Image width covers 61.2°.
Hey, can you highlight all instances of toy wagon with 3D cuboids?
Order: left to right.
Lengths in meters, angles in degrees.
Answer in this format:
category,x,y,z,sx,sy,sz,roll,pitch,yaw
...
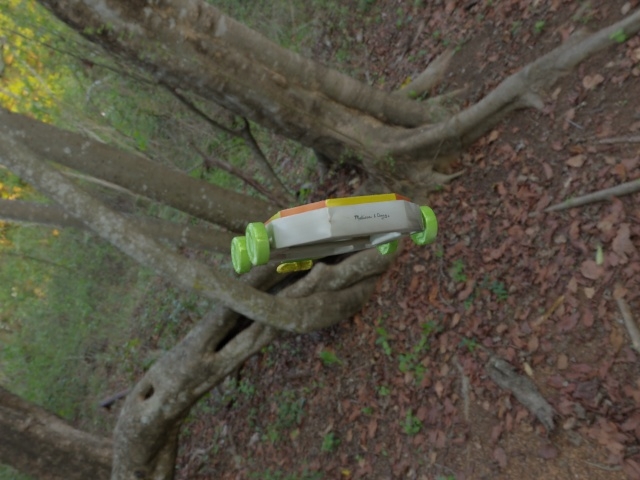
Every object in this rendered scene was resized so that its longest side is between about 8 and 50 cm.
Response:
category,x,y,z,sx,sy,sz,roll,pitch,yaw
toy wagon,0.000,0.000,0.832,0.344,0.267,0.068,157,106,-69
